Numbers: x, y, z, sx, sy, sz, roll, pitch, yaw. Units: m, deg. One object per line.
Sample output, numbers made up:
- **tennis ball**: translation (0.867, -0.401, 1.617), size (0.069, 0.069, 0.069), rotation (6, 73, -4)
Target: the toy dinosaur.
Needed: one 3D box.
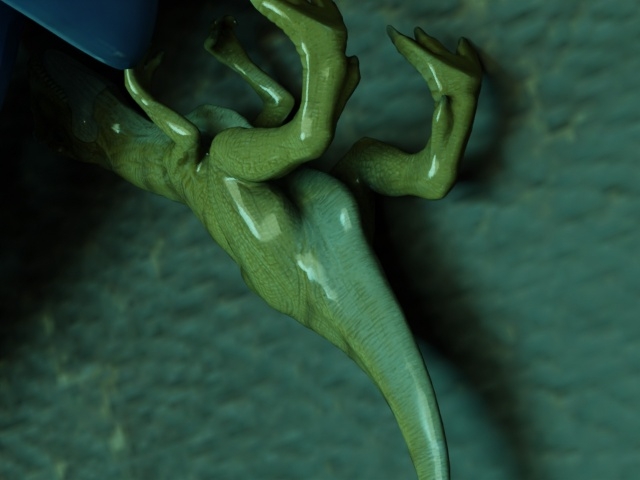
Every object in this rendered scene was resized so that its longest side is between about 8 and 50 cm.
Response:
- **toy dinosaur**: translation (0.000, 0.000, 0.377), size (0.211, 0.064, 0.112), rotation (46, 122, 35)

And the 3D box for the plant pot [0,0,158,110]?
- **plant pot**: translation (-0.189, -0.105, 0.368), size (0.212, 0.236, 0.236), rotation (-38, 52, 16)
